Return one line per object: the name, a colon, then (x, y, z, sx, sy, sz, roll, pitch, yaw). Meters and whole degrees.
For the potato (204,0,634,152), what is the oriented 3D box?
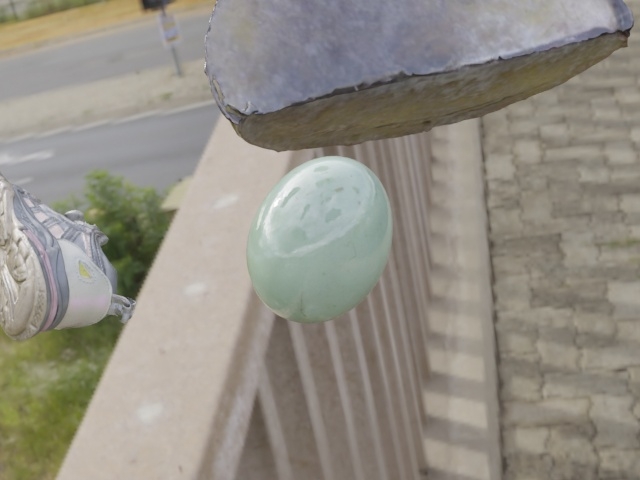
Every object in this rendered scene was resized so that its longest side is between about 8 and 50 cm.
potato: (0.038, -0.121, 0.646, 0.261, 0.120, 0.100, -14, -17, -21)

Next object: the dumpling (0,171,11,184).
dumpling: (-0.444, -0.045, 1.374, 0.127, 0.188, 0.108, -46, 41, -1)

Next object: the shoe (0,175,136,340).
shoe: (-0.210, 0.011, 0.864, 0.092, 0.089, 0.180, 6, 24, -33)

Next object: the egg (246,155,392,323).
egg: (0.000, 0.000, 1.174, 0.149, 0.192, 0.149, 23, 26, -12)
